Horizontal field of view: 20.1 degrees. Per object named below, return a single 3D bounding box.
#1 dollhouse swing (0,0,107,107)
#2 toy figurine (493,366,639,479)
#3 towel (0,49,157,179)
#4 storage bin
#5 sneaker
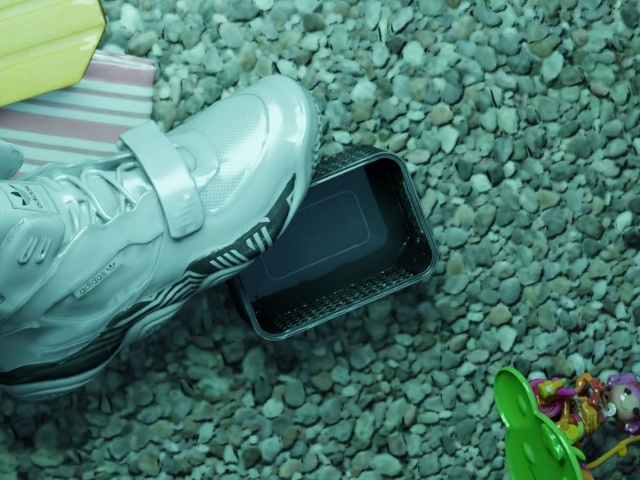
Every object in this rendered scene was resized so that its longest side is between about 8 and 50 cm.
[{"bbox_3d":[-0.379,-0.208,1.407,0.305,0.315,0.346,-14,101,15],"label":"dollhouse swing"},{"bbox_3d":[0.266,0.179,1.710,0.159,0.130,0.173,-17,76,-24],"label":"toy figurine"},{"bbox_3d":[-0.228,-0.074,1.592,0.144,0.029,0.197,8,98,-13],"label":"towel"},{"bbox_3d":[0.000,0.000,1.622,0.180,0.084,0.122,-23,102,-8],"label":"storage bin"},{"bbox_3d":[-0.172,-0.029,1.480,0.366,0.137,0.210,-40,144,4],"label":"sneaker"}]
